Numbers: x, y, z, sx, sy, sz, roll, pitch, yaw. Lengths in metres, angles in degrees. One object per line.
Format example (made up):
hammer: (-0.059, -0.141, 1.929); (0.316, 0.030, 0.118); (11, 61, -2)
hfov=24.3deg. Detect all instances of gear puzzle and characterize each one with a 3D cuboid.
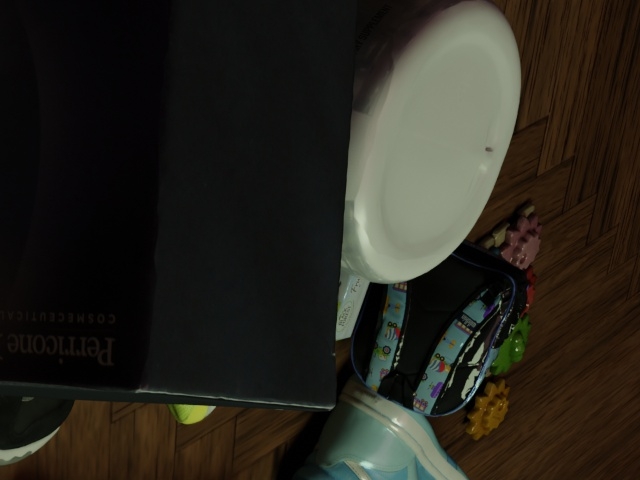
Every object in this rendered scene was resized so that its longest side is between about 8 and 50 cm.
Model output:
gear puzzle: (0.211, 0.128, 1.809); (0.175, 0.044, 0.339); (-36, 141, -34)

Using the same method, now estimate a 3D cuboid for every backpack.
backpack: (0.120, 0.087, 1.539); (0.117, 0.158, 0.173); (-15, 126, -70)

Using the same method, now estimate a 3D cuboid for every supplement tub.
supplement tub: (-0.045, -0.109, 0.983); (0.193, 0.316, 0.193); (-35, 136, -42)

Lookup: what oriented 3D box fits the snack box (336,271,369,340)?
snack box: (0.000, 0.000, 1.244); (0.037, 0.100, 0.141); (-9, 123, -53)

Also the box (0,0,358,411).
box: (-0.147, -0.061, 0.816); (0.182, 0.296, 0.294); (12, 79, -57)

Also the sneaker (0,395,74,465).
sneaker: (-0.244, 0.077, 1.021); (0.124, 0.107, 0.283); (-42, 153, 17)

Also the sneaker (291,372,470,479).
sneaker: (0.055, 0.303, 1.658); (0.208, 0.127, 0.319); (-53, 138, -16)

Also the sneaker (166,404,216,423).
sneaker: (-0.150, 0.091, 1.244); (0.094, 0.081, 0.208); (-38, 136, -21)
